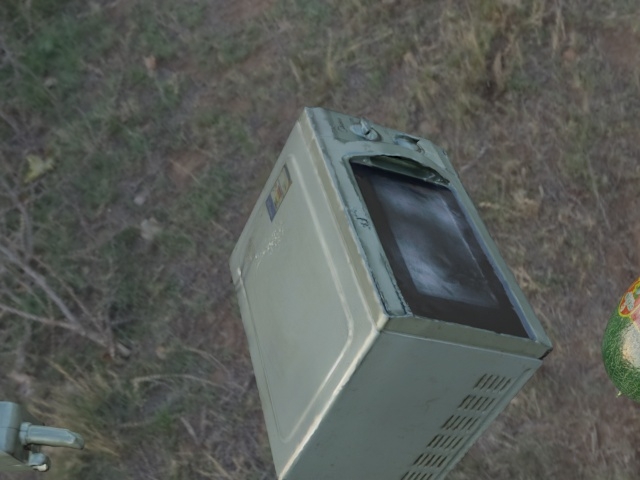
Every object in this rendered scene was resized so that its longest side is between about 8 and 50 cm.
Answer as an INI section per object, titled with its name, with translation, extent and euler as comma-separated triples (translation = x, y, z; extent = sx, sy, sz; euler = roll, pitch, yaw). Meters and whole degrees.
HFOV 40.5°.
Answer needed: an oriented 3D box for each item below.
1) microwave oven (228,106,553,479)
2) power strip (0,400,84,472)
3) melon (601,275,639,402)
[microwave oven]
translation = 0.036, 0.037, 0.566
extent = 0.163, 0.129, 0.205
euler = -61, 29, 33
[power strip]
translation = -0.363, 0.189, 0.816
extent = 0.287, 0.093, 0.053
euler = -2, 63, 1
[melon]
translation = 0.509, 0.127, 1.233
extent = 0.182, 0.182, 0.288
euler = 51, 121, 37
